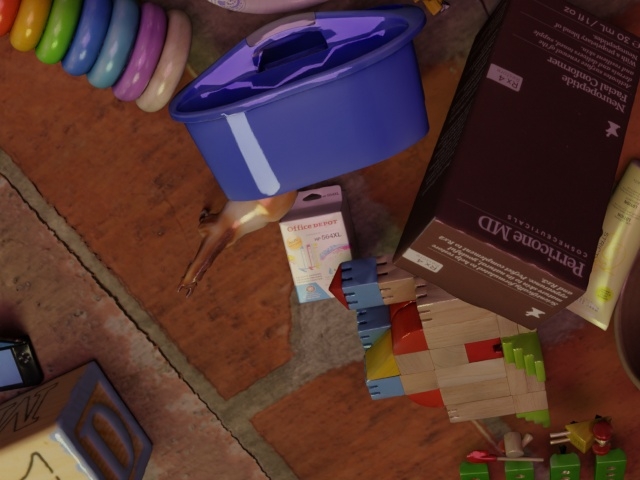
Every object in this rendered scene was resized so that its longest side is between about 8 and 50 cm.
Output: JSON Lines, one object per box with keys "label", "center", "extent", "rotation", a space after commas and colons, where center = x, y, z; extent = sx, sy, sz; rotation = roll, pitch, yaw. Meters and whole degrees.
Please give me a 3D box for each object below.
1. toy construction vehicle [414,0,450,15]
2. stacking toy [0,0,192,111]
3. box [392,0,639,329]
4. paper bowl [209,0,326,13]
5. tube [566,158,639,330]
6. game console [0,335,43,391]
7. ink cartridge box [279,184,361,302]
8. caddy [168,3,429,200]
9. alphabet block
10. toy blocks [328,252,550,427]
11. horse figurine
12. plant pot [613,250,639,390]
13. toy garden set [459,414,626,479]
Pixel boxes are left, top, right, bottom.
{"label": "toy construction vehicle", "center": [0.119, -0.323, 1.253], "extent": [0.035, 0.098, 0.086], "rotation": [-39, 87, 20]}
{"label": "stacking toy", "center": [-0.333, -0.278, 1.225], "extent": [0.330, 0.141, 0.141], "rotation": [19, 114, -25]}
{"label": "box", "center": [0.243, -0.110, 1.172], "extent": [0.191, 0.382, 0.143], "rotation": [25, 153, -6]}
{"label": "paper bowl", "center": [-0.050, -0.412, 1.155], "extent": [0.284, 0.284, 0.148], "rotation": [-23, 64, 13]}
{"label": "tube", "center": [0.410, 0.006, 1.371], "extent": [0.062, 0.070, 0.240], "rotation": [11, 116, -22]}
{"label": "game console", "center": [-0.522, 0.196, 1.513], "extent": [0.143, 0.085, 0.124], "rotation": [-11, 110, 9]}
{"label": "ink cartridge box", "center": [0.000, 0.000, 1.388], "extent": [0.092, 0.090, 0.143], "rotation": [-11, 111, 9]}
{"label": "caddy", "center": [-0.021, -0.194, 1.235], "extent": [0.341, 0.241, 0.179], "rotation": [-17, 116, 11]}
{"label": "alphabet block", "center": [-0.401, 0.336, 1.499], "extent": [0.197, 0.193, 0.192], "rotation": [-25, 108, 14]}
{"label": "toy blocks", "center": [0.167, 0.137, 1.363], "extent": [0.260, 0.191, 0.381], "rotation": [-11, 137, 10]}
{"label": "horse figurine", "center": [-0.090, -0.048, 1.331], "extent": [0.263, 0.174, 0.066], "rotation": [-33, 108, 15]}
{"label": "plant pot", "center": [0.566, 0.104, 1.315], "extent": [0.229, 0.263, 0.263], "rotation": [11, 113, -18]}
{"label": "toy garden set", "center": [0.329, 0.320, 1.473], "extent": [0.244, 0.049, 0.204], "rotation": [-7, 146, 9]}
